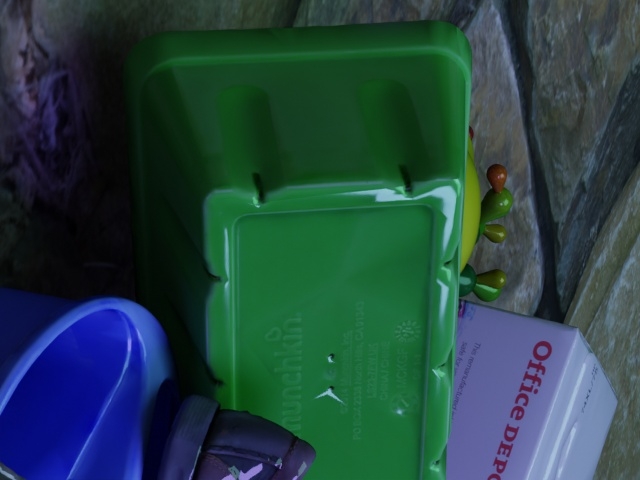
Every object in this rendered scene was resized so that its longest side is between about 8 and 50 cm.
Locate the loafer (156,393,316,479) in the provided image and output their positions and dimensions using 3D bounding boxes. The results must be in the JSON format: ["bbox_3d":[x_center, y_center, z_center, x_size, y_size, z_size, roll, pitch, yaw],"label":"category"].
[{"bbox_3d":[-0.073,0.243,1.151,0.109,0.095,0.303,-70,172,-61],"label":"loafer"}]

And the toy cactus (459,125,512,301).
[{"bbox_3d":[0.120,-0.001,1.775,0.180,0.112,0.219,-42,144,-21],"label":"toy cactus"}]

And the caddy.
[{"bbox_3d":[-0.205,0.186,1.085,0.341,0.179,0.241,-64,151,-24],"label":"caddy"}]

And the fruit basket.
[{"bbox_3d":[0.000,0.000,1.291,0.392,0.283,0.392,177,-90,-82],"label":"fruit basket"}]

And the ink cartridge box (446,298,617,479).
[{"bbox_3d":[0.105,0.170,1.598,0.198,0.270,0.197,-68,153,-16],"label":"ink cartridge box"}]

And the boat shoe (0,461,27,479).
[{"bbox_3d":[-0.242,0.094,0.903,0.305,0.109,0.091,33,55,-18],"label":"boat shoe"}]
